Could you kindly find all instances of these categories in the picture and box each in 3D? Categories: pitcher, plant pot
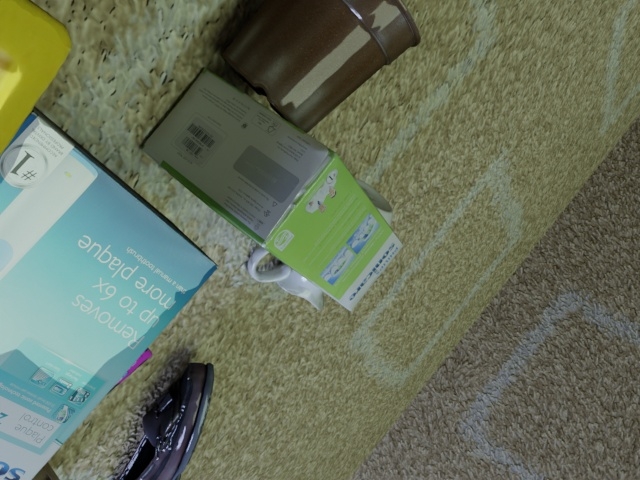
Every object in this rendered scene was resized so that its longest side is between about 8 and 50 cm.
[{"bbox_3d":[0.000,0.000,1.030,0.178,0.125,0.207,18,120,-45],"label":"pitcher"},{"bbox_3d":[-0.008,-0.216,0.723,0.165,0.167,0.167,-45,153,4],"label":"plant pot"}]

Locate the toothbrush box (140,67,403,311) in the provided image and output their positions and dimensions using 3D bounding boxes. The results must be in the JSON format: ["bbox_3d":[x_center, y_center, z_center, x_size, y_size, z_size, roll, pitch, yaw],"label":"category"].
[{"bbox_3d":[-0.043,-0.048,0.797,0.122,0.206,0.283,-52,153,-1],"label":"toothbrush box"}]

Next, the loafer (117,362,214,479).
[{"bbox_3d":[-0.246,0.311,1.028,0.095,0.109,0.302,16,115,-14],"label":"loafer"}]

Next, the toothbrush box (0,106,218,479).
[{"bbox_3d":[-0.276,0.054,0.575,0.295,0.126,0.216,-48,128,-6],"label":"toothbrush box"}]

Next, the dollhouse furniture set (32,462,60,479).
[{"bbox_3d":[-0.399,0.340,0.826,0.151,0.123,0.144,-28,124,-32],"label":"dollhouse furniture set"}]

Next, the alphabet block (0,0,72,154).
[{"bbox_3d":[-0.294,-0.113,0.348,0.192,0.197,0.193,-56,152,5],"label":"alphabet block"}]

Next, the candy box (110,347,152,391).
[{"bbox_3d":[-0.323,0.155,0.752,0.233,0.071,0.159,-42,150,-20],"label":"candy box"}]
